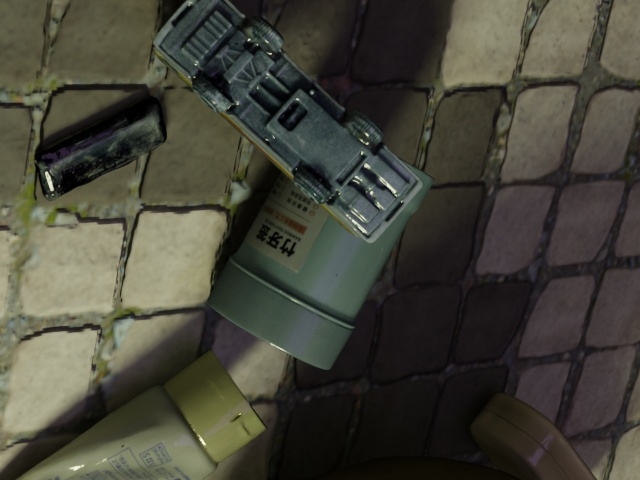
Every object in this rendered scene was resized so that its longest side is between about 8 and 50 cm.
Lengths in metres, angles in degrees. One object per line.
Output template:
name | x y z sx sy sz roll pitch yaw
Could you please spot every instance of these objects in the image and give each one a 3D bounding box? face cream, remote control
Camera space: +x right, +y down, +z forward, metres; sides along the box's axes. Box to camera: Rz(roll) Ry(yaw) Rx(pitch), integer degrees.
face cream | -0.148 0.167 1.237 0.224 0.070 0.114 -36 132 -5
remote control | -0.139 -0.058 1.144 0.096 0.014 0.039 -28 129 -26

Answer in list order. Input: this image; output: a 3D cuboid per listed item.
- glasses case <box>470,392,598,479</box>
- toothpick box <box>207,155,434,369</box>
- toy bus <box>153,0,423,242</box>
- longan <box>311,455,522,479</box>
glasses case | 0.195 0.201 1.525 0.050 0.083 0.196 -48 136 -9
toothpick box | 0.000 0.000 1.235 0.101 0.101 0.153 28 92 -46
toy bus | -0.022 -0.081 1.137 0.190 0.075 0.064 42 87 -8
longan | 0.064 0.351 1.292 0.404 0.404 0.336 -34 141 -23
